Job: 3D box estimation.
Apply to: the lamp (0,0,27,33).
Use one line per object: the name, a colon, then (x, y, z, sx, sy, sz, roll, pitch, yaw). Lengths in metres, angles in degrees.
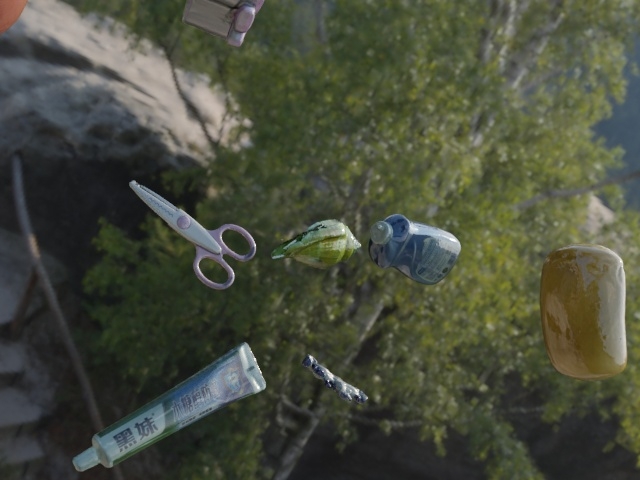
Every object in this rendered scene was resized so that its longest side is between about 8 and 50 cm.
lamp: (-0.448, -0.313, 1.032, 0.305, 0.305, 0.239, 25, -19, -13)

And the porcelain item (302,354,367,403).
porcelain item: (0.031, 0.236, 1.604, 0.136, 0.021, 0.075, 37, 3, -24)

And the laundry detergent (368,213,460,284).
laundry detergent: (0.139, 0.010, 1.557, 0.206, 0.097, 0.061, 21, 27, -52)

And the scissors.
scissors: (-0.165, -0.017, 1.233, 0.176, 0.085, 0.022, 39, -15, -4)

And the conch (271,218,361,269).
conch: (0.002, 0.004, 1.678, 0.079, 0.095, 0.201, 52, 20, 18)

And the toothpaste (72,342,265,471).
toothpaste: (-0.267, 0.309, 1.787, 0.392, 0.061, 0.099, -27, 98, -31)

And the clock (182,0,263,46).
clock: (-0.116, -0.450, 1.474, 0.102, 0.338, 0.338, 17, 22, -12)

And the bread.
bread: (0.401, 0.113, 1.550, 0.098, 0.217, 0.147, -3, -2, -30)
